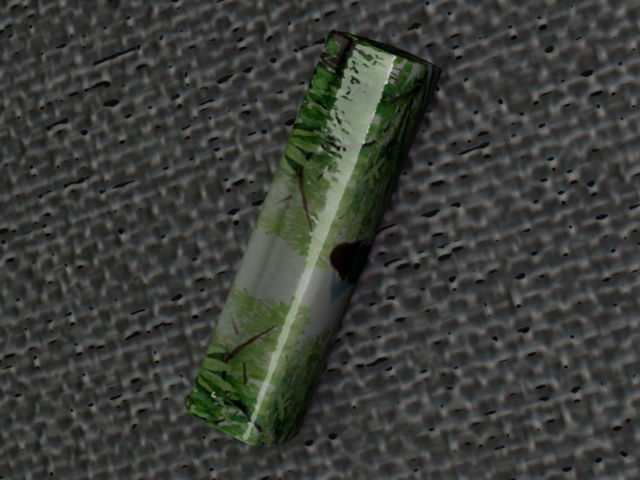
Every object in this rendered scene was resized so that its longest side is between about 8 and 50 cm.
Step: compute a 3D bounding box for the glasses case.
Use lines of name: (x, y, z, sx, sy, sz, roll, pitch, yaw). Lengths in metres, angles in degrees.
glasses case: (0.000, 0.000, 1.206, 0.062, 0.095, 0.272, 25, 100, 23)
